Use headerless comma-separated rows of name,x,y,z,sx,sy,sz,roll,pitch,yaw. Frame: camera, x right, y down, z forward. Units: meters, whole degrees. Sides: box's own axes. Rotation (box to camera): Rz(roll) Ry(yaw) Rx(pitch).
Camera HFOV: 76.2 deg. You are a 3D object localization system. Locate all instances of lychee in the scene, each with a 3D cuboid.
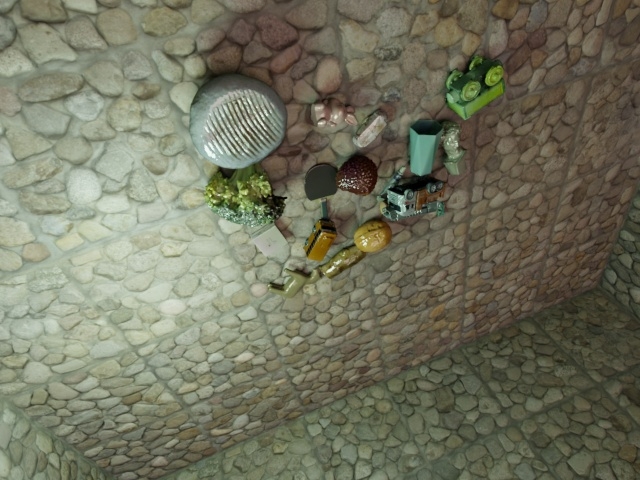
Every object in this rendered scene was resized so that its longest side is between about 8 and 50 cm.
lychee,0.171,-0.297,1.853,0.187,0.188,0.188,-12,130,-15

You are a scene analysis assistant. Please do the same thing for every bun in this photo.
bun,-0.302,-0.440,1.499,0.361,0.211,0.362,-10,127,-13

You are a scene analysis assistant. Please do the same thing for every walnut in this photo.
walnut,0.271,-0.022,2.116,0.206,0.159,0.159,-19,131,-4

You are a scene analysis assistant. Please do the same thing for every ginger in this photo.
ginger,0.120,0.108,2.188,0.262,0.116,0.109,-32,91,8

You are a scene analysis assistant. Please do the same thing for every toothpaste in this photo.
toothpaste,0.358,-0.281,2.037,0.061,0.037,0.216,13,125,-35

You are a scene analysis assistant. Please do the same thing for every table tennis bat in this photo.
table tennis bat,0.011,-0.225,1.933,0.173,0.022,0.302,-17,130,-12

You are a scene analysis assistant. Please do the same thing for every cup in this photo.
cup,0.483,-0.425,1.913,0.148,0.134,0.236,-38,143,-31

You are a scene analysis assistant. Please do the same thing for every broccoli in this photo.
broccoli,-0.306,-0.202,1.690,0.293,0.347,0.281,10,92,-74

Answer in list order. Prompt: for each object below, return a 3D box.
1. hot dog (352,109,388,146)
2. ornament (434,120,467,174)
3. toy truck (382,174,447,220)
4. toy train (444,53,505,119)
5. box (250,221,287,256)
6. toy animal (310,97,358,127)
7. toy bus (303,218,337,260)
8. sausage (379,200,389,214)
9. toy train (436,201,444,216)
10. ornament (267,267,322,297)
hot dog,0.224,-0.492,1.801,0.099,0.053,0.192,30,107,-39
ornament,0.632,-0.447,1.966,0.120,0.130,0.285,-47,135,-18
toy truck,0.460,-0.201,2.023,0.337,0.133,0.185,-18,121,-26
toy train,0.679,-0.675,1.795,0.271,0.159,0.188,-33,138,3
box,-0.246,-0.007,1.967,0.130,0.051,0.129,-32,132,2
toy animal,0.066,-0.528,1.665,0.212,0.124,0.125,-16,131,-21
toy bus,0.000,0.000,2.033,0.098,0.114,0.201,9,129,-28
sausage,0.423,-0.179,2.117,0.233,0.071,0.071,-7,128,-20
toy train,0.668,-0.174,2.262,0.045,0.029,0.092,-19,130,-19
ornament,-0.126,0.216,2.189,0.244,0.061,0.230,27,109,-36
